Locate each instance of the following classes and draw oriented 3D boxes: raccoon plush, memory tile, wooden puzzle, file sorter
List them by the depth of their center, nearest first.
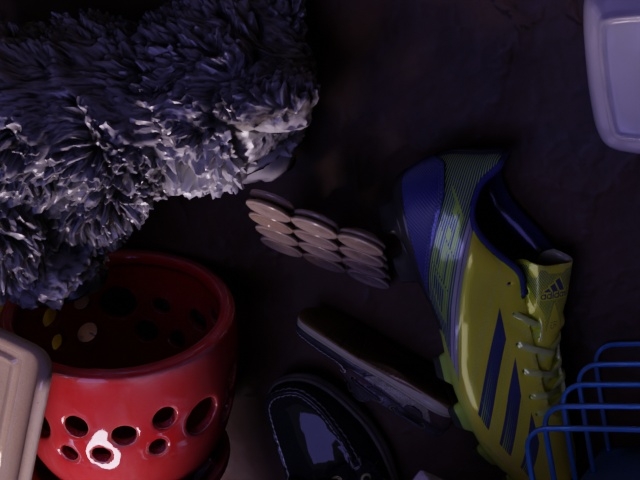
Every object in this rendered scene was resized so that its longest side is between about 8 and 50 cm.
[{"bbox_3d":[-0.204,-0.107,1.408,0.299,0.446,0.216,-34,63,33],"label":"raccoon plush"},{"bbox_3d":[0.231,0.151,1.427,0.118,0.170,0.104,-3,109,28],"label":"file sorter"},{"bbox_3d":[0.000,0.000,1.500,0.113,0.148,0.012,20,78,9],"label":"memory tile"},{"bbox_3d":[-0.315,0.131,1.545,0.239,0.044,0.221,27,122,19],"label":"wooden puzzle"}]

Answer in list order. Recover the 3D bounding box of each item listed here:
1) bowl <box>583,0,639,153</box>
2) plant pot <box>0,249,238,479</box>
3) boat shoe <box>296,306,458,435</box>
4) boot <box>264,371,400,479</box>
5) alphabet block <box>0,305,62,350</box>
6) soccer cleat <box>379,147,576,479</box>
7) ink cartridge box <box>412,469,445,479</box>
[{"bbox_3d":[0.249,-0.121,1.364,0.142,0.053,0.142,1,114,24],"label":"bowl"},{"bbox_3d":[-0.158,0.125,1.602,0.191,0.191,0.174,10,124,22],"label":"plant pot"},{"bbox_3d":[0.042,0.108,1.569,0.152,0.056,0.049,31,117,11],"label":"boat shoe"},{"bbox_3d":[0.000,0.240,1.575,0.085,0.178,0.236,-19,104,33],"label":"boot"},{"bbox_3d":[-0.347,0.097,1.679,0.197,0.192,0.193,-4,112,27],"label":"alphabet block"},{"bbox_3d":[0.145,0.065,1.478,0.121,0.093,0.289,-18,105,23],"label":"soccer cleat"},{"bbox_3d":[0.149,0.339,1.440,0.270,0.197,0.198,28,106,-32],"label":"ink cartridge box"}]
